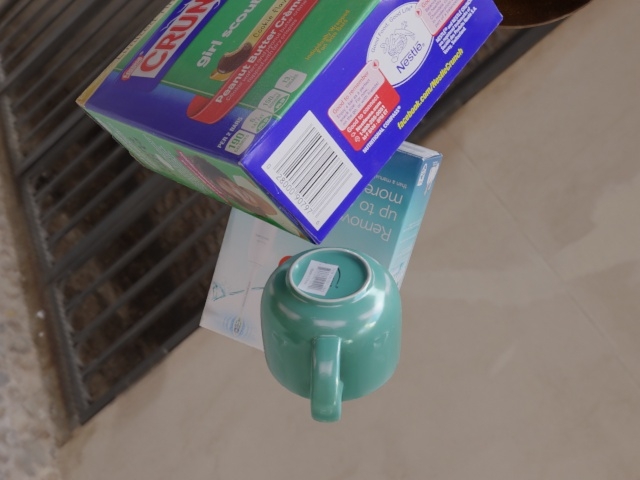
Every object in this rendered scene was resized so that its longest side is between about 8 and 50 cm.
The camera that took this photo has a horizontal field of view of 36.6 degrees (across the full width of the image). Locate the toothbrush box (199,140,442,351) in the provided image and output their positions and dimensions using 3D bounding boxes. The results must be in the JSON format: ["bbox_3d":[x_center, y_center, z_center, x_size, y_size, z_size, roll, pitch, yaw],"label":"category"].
[{"bbox_3d":[0.000,0.000,1.216,0.216,0.296,0.126,21,14,14],"label":"toothbrush box"}]

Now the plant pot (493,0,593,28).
[{"bbox_3d":[0.219,-0.396,1.078,0.215,0.215,0.230,38,42,-45],"label":"plant pot"}]

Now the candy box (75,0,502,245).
[{"bbox_3d":[-0.041,-0.164,0.894,0.317,0.268,0.122,22,-21,52],"label":"candy box"}]

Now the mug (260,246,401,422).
[{"bbox_3d":[0.016,0.074,0.872,0.158,0.129,0.097,47,-31,44],"label":"mug"}]
